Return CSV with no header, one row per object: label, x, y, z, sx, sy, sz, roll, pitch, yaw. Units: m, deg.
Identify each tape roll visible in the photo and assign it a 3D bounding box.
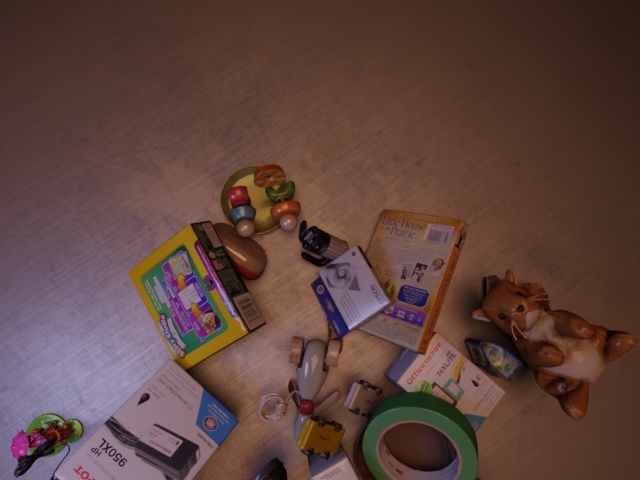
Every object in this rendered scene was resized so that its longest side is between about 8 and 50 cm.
tape roll,0.285,0.599,1.307,0.321,0.077,0.321,5,107,17

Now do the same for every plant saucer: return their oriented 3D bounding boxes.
plant saucer,0.265,0.668,1.413,0.311,0.050,0.310,1,95,8
plant saucer,-0.220,-0.138,1.555,0.241,0.037,0.241,1,80,-4

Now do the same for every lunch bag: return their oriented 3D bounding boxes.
lunch bag,0.552,0.376,1.474,0.151,0.129,0.096,42,80,3

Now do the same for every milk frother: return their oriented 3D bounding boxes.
milk frother,0.000,0.000,1.522,0.135,0.129,0.143,26,45,-33

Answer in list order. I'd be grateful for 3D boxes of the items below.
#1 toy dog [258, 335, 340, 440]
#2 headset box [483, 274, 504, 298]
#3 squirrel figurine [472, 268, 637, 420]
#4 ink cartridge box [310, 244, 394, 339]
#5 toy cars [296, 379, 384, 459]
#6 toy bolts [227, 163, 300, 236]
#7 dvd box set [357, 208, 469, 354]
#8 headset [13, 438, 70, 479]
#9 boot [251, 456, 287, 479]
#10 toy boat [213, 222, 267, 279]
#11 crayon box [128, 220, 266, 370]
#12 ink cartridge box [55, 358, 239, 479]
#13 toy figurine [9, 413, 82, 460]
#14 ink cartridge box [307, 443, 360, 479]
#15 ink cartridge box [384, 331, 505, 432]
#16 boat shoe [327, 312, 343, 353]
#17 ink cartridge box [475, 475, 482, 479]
toy dog,-0.033,0.443,1.433,0.220,0.161,0.333,28,94,7
headset box,0.596,0.161,1.560,0.062,0.032,0.083,4,82,-3
squirrel figurine,0.646,0.264,1.384,0.370,0.397,0.281,35,98,2
ink cartridge box,0.086,0.165,1.442,0.224,0.045,0.223,-39,64,18
toy cars,0.054,0.519,1.356,0.394,0.087,0.176,-21,118,-45
toy bolts,-0.183,-0.109,1.433,0.229,0.218,0.158,-15,69,1
dvd box set,0.260,0.113,1.438,0.308,0.062,0.420,11,76,44
headset,-0.726,0.758,1.281,0.243,0.185,0.394,-13,96,14
boot,-0.038,0.870,1.234,0.445,0.146,0.367,31,112,27
toy boat,-0.295,0.057,1.484,0.231,0.151,0.151,33,111,3
crayon box,-0.384,0.174,1.388,0.313,0.106,0.363,-33,83,27
ink cartridge box,-0.473,0.587,1.276,0.285,0.166,0.395,41,52,3
toy figurine,-0.825,0.592,1.339,0.173,0.159,0.130,-8,82,-5
ink cartridge box,0.081,0.771,1.342,0.122,0.211,0.289,-27,85,-9
ink cartridge box,0.376,0.443,1.417,0.270,0.197,0.198,40,81,3
boat shoe,0.050,0.308,1.495,0.050,0.045,0.135,-5,79,6
ink cartridge box,0.350,0.866,1.311,0.395,0.270,0.151,-25,80,-7
